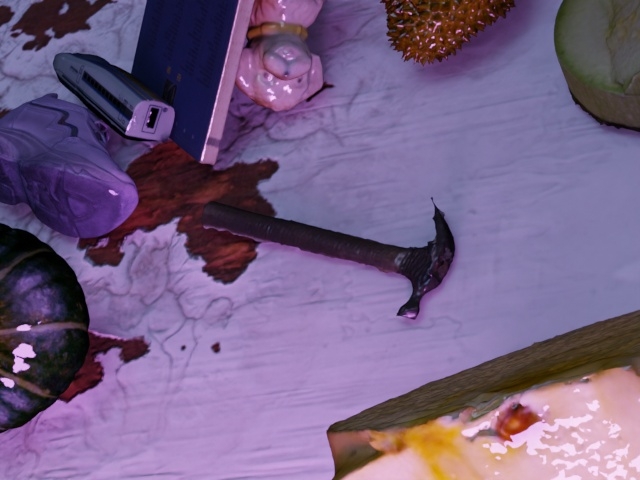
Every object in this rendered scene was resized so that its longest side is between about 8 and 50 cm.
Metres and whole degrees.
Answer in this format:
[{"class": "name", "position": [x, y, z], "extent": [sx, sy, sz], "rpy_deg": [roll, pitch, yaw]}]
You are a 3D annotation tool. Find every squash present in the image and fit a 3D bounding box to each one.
[{"class": "squash", "position": [0.302, -0.207, 1.671], "extent": [0.220, 0.133, 0.220], "rpy_deg": [-21, 47, 24]}, {"class": "squash", "position": [-0.329, 0.084, 1.773], "extent": [0.218, 0.218, 0.172], "rpy_deg": [-25, 10, 13]}]

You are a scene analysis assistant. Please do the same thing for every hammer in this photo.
[{"class": "hammer", "position": [0.000, 0.000, 1.753], "extent": [0.297, 0.027, 0.125], "rpy_deg": [11, 61, 39]}]

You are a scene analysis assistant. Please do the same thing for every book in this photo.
[{"class": "book", "position": [-0.129, -0.237, 1.907], "extent": [0.191, 0.025, 0.269], "rpy_deg": [39, 121, 51]}]

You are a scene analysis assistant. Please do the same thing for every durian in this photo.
[{"class": "durian", "position": [0.122, -0.263, 1.824], "extent": [0.168, 0.137, 0.158], "rpy_deg": [-38, 64, 11]}]

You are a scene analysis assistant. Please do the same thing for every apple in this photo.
[{"class": "apple", "position": [0.166, 0.175, 1.346], "extent": [0.309, 0.252, 0.314], "rpy_deg": [-25, 46, 35]}]

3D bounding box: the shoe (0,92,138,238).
[{"class": "shoe", "position": [-0.264, -0.089, 1.952], "extent": [0.245, 0.095, 0.137], "rpy_deg": [20, 51, 37]}]

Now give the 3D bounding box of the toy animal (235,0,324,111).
[{"class": "toy animal", "position": [-0.066, -0.226, 1.914], "extent": [0.184, 0.104, 0.185], "rpy_deg": [2, 95, 44]}]

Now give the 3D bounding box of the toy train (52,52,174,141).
[{"class": "toy train", "position": [-0.235, -0.172, 1.993], "extent": [0.252, 0.055, 0.048], "rpy_deg": [39, 119, 51]}]
